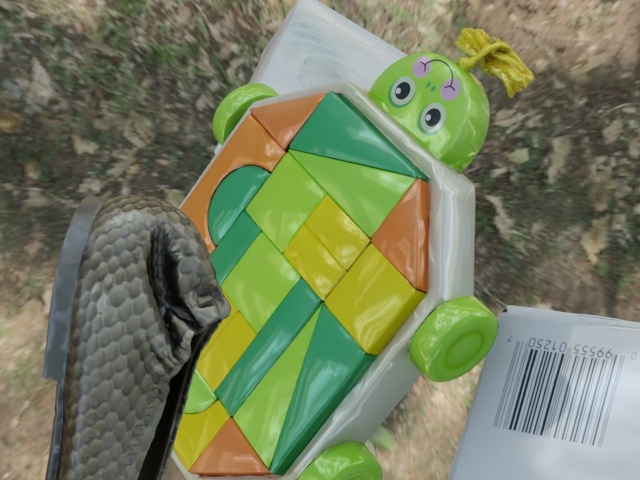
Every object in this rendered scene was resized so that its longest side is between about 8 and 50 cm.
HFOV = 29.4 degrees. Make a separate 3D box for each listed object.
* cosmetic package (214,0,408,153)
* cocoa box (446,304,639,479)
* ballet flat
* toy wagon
[{"bbox_3d":[0.013,-0.169,1.619,0.224,0.138,0.225,29,50,-10],"label":"cosmetic package"},{"bbox_3d":[0.271,0.201,0.725,0.347,0.228,0.231,5,69,40],"label":"cocoa box"},{"bbox_3d":[-0.072,0.105,0.447,0.058,0.084,0.250,9,105,2],"label":"ballet flat"},{"bbox_3d":[0.000,0.000,0.797,0.344,0.068,0.267,-53,52,14],"label":"toy wagon"}]
